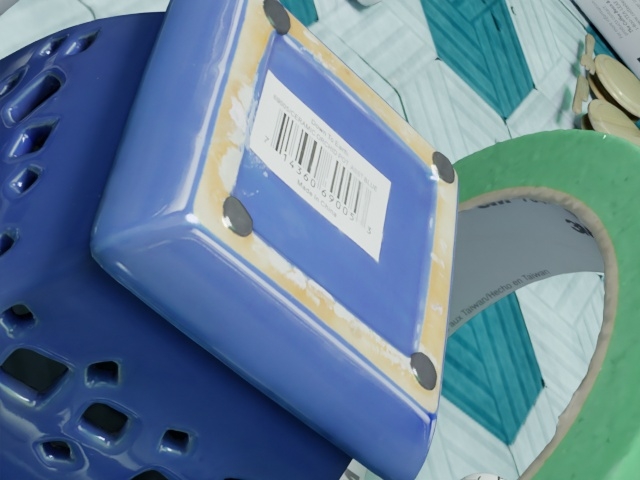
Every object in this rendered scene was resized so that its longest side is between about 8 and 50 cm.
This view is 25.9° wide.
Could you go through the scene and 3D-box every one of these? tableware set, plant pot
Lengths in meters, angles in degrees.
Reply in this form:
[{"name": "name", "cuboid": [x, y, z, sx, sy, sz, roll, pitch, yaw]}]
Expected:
[{"name": "tableware set", "cuboid": [0.301, -0.126, 1.433, 0.128, 0.039, 0.194, 39, 33, -11]}, {"name": "plant pot", "cuboid": [-0.064, 0.014, 0.711, 0.236, 0.212, 0.236, 40, 40, -28]}]

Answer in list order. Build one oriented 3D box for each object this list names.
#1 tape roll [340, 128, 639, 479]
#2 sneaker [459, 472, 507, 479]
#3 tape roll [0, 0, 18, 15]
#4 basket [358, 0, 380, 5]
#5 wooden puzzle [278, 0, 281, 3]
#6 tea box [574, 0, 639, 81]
[{"name": "tape roll", "cuboid": [0.081, 0.088, 0.748, 0.077, 0.321, 0.321, 41, 40, -27]}, {"name": "sneaker", "cuboid": [0.140, 0.280, 0.893, 0.270, 0.090, 0.145, 59, 37, 1]}, {"name": "tape roll", "cuboid": [-0.249, -0.208, 0.629, 0.286, 0.100, 0.286, 40, 30, -30]}, {"name": "basket", "cuboid": [0.100, -0.432, 1.142, 0.266, 0.328, 0.331, 43, 39, -18]}, {"name": "wooden puzzle", "cuboid": [-0.034, -0.155, 1.042, 0.116, 0.014, 0.078, 49, 36, -17]}, {"name": "tea box", "cuboid": [0.433, -0.355, 1.599, 0.329, 0.220, 0.324, 45, 37, -22]}]
